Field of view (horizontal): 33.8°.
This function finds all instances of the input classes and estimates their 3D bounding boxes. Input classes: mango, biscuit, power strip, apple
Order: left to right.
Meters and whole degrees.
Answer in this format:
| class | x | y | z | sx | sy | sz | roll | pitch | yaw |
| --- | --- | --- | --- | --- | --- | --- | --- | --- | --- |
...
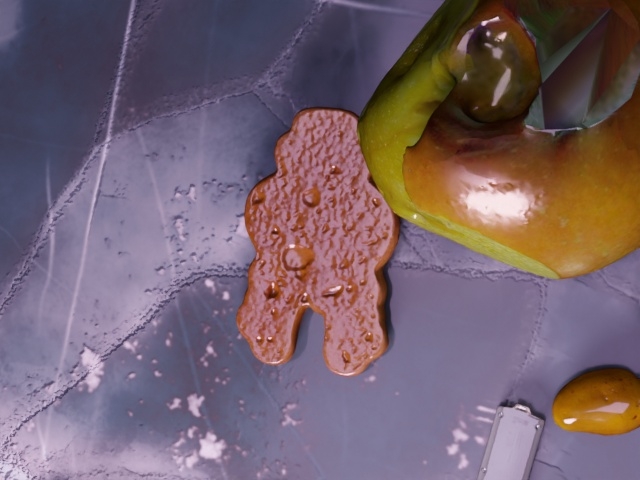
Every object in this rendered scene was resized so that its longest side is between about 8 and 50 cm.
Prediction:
| class | x | y | z | sx | sy | sz | roll | pitch | yaw |
| --- | --- | --- | --- | --- | --- | --- | --- | --- | --- |
| biscuit | 0.000 | 0.000 | 1.322 | 0.201 | 0.047 | 0.334 | 4 | 91 | 13 |
| power strip | 0.211 | 0.318 | 1.267 | 0.060 | 0.027 | 0.253 | 16 | 92 | 13 |
| apple | 0.220 | -0.132 | 1.123 | 0.383 | 0.374 | 0.375 | -8 | 86 | 13 |
| mango | 0.327 | 0.191 | 1.226 | 0.114 | 0.060 | 0.080 | -20 | 80 | 16 |
